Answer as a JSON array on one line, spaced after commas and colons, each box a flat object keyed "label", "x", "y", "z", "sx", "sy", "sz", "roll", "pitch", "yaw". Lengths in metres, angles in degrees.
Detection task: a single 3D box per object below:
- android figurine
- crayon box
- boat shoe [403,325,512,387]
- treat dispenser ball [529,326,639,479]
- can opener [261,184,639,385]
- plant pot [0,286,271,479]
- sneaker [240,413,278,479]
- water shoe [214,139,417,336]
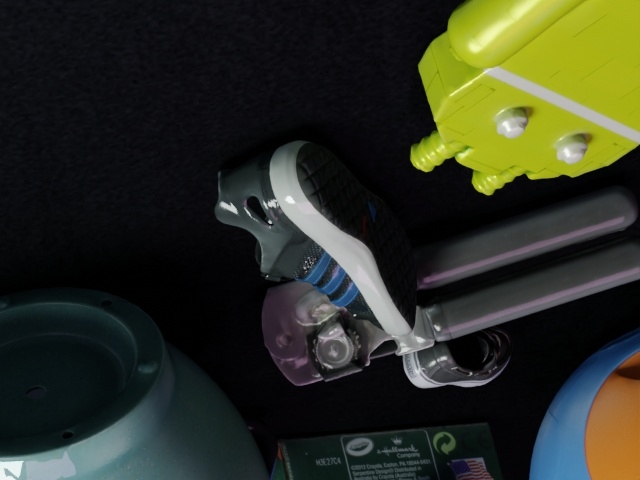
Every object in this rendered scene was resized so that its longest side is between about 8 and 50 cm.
[{"label": "android figurine", "x": 0.173, "y": -0.111, "z": 1.083, "sx": 0.273, "sy": 0.056, "sz": 0.248, "roll": -34, "pitch": 147, "yaw": 30}, {"label": "crayon box", "x": 0.020, "y": 0.275, "z": 1.688, "sx": 0.202, "sy": 0.081, "sz": 0.318, "roll": -2, "pitch": 149, "yaw": -21}, {"label": "boat shoe", "x": 0.115, "y": 0.086, "z": 1.386, "sx": 0.040, "sy": 0.049, "sz": 0.142, "roll": -23, "pitch": 172, "yaw": 32}, {"label": "treat dispenser ball", "x": 0.313, "y": 0.203, "z": 1.471, "sx": 0.288, "sy": 0.288, "sz": 0.288, "roll": -11, "pitch": 152, "yaw": -6}, {"label": "can opener", "x": 0.093, "y": 0.030, "z": 1.310, "sx": 0.283, "sy": 0.076, "sz": 0.095, "roll": -18, "pitch": -176, "yaw": 5}, {"label": "plant pot", "x": -0.175, "y": 0.157, "z": 1.211, "sx": 0.293, "sy": 0.293, "sz": 0.196, "roll": -11, "pitch": 126, "yaw": -5}, {"label": "sneaker", "x": -0.123, "y": 0.217, "z": 1.377, "sx": 0.147, "sy": 0.130, "sz": 0.330, "roll": -48, "pitch": -179, "yaw": 27}, {"label": "water shoe", "x": 0.000, "y": 0.000, "z": 1.195, "sx": 0.080, "sy": 0.073, "sz": 0.203, "roll": -10, "pitch": 144, "yaw": 23}]
